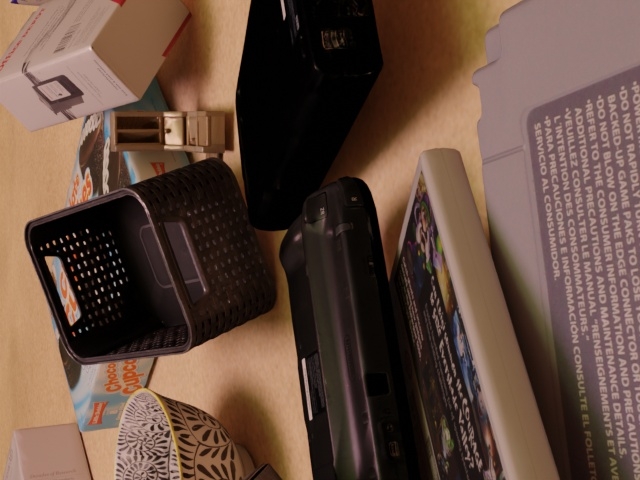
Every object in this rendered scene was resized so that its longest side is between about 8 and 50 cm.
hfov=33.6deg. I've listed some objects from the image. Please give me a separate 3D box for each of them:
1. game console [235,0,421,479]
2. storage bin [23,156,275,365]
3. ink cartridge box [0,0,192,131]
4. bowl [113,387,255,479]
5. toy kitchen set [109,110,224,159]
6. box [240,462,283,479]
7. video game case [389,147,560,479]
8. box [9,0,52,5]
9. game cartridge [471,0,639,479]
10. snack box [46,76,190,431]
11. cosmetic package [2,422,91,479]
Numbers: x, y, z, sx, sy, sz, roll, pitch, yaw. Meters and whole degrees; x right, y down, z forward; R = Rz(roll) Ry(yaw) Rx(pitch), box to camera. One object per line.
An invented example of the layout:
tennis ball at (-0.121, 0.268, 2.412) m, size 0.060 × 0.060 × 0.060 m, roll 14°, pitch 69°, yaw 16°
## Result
game console at (0.000, 0.000, 0.597) m, size 0.213 × 0.044 × 0.361 m, roll 121°, pitch 143°, yaw -67°
storage bin at (-0.132, 0.019, 0.799) m, size 0.180 × 0.084 × 0.122 m, roll -12°, pitch 99°, yaw 49°
ink cartridge box at (-0.199, -0.162, 0.900) m, size 0.151 × 0.063 × 0.109 m, roll -8°, pitch 46°, yaw 40°
bowl at (-0.098, 0.197, 0.816) m, size 0.170 × 0.080 × 0.170 m, roll -6°, pitch 84°, yaw 63°
toy kitchen set at (-0.122, -0.070, 0.850) m, size 0.083 × 0.075 × 0.068 m, roll -166°, pitch 74°, yaw -66°
box at (-0.026, 0.253, 0.505) m, size 0.183 × 0.056 × 0.231 m, roll -42°, pitch 85°, yaw 13°
video game case at (0.062, 0.084, 0.493) m, size 0.173 × 0.022 × 0.190 m, roll 98°, pitch 165°, yaw -54°
box at (-0.299, -0.342, 1.174) m, size 0.126 × 0.072 × 0.137 m, roll -10°, pitch 83°, yaw 62°
game cartridge at (0.142, 0.035, 0.380) m, size 0.196 × 0.060 × 0.294 m, roll 161°, pitch 104°, yaw -65°
snack box at (-0.198, 0.014, 1.019) m, size 0.187 × 0.060 × 0.322 m, roll 64°, pitch 144°, yaw 38°
cosmetic package at (-0.306, 0.339, 1.227) m, size 0.231 × 0.086 × 0.117 m, roll 61°, pitch 142°, yaw 39°
